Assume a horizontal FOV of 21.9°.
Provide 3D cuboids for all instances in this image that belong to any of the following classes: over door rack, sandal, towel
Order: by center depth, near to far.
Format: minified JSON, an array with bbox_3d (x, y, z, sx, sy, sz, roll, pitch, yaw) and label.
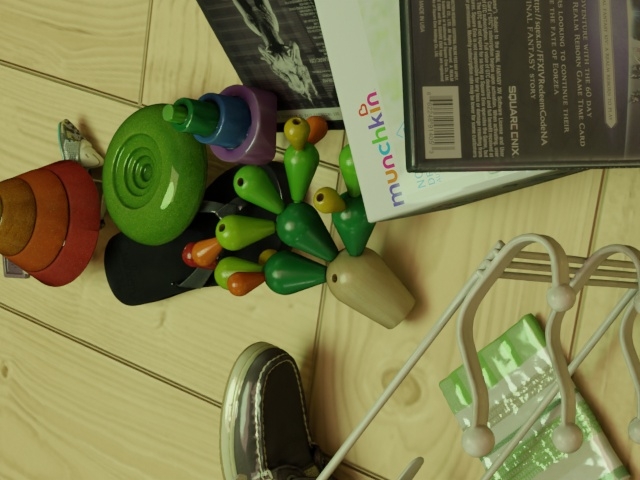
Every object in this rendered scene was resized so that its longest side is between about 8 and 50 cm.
[{"bbox_3d":[0.120,0.127,1.160,0.324,0.239,0.108,-44,61,27],"label":"over door rack"},{"bbox_3d":[0.167,0.148,1.291,0.113,0.023,0.152,-41,68,34],"label":"towel"},{"bbox_3d":[-0.113,0.005,1.485,0.254,0.054,0.097,-27,79,40],"label":"sandal"}]

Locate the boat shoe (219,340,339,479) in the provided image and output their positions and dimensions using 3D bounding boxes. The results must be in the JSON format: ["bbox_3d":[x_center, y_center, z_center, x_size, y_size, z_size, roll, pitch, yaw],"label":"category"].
[{"bbox_3d":[-0.021,0.227,1.414,0.092,0.103,0.285,5,103,35],"label":"boat shoe"}]

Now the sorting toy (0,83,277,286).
[{"bbox_3d":[-0.200,-0.057,1.443,0.365,0.126,0.127,-22,70,41],"label":"sorting toy"}]

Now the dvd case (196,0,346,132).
[{"bbox_3d":[-0.041,-0.184,1.331,0.164,0.018,0.221,3,127,54],"label":"dvd case"}]

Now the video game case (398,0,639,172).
[{"bbox_3d":[0.187,-0.144,1.078,0.026,0.274,0.196,159,109,-79],"label":"video game case"}]

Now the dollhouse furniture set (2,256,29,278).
[{"bbox_3d":[-0.309,-0.001,1.634,0.114,0.081,0.091,3,98,40],"label":"dollhouse furniture set"}]

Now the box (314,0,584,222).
[{"bbox_3d":[0.125,-0.168,1.212,0.231,0.127,0.262,-15,88,39],"label":"box"}]

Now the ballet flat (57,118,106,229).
[{"bbox_3d":[-0.225,-0.062,1.588,0.041,0.041,0.114,-6,92,41],"label":"ballet flat"}]

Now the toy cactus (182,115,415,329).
[{"bbox_3d":[0.000,0.000,1.350,0.180,0.112,0.219,41,123,-10],"label":"toy cactus"}]
